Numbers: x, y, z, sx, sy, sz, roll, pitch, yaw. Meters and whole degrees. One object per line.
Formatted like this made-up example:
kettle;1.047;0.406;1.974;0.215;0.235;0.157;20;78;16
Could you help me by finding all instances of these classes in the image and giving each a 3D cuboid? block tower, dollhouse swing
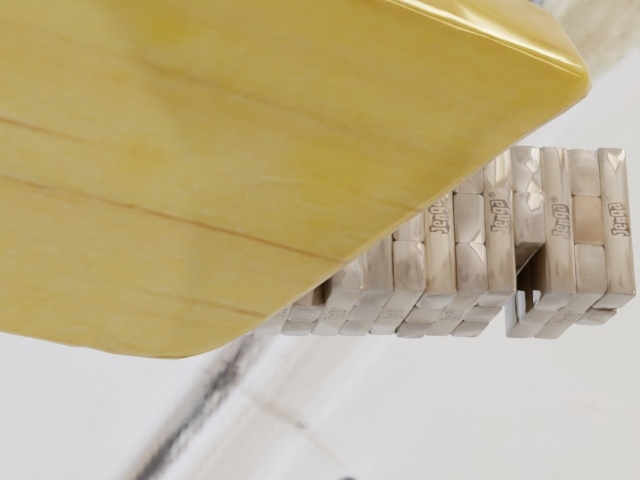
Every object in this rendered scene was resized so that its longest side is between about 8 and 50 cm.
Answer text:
block tower;0.000;0.000;0.868;0.335;0.091;0.097;3;-111;-9
dollhouse swing;-0.168;-0.078;0.469;0.305;0.315;0.347;-54;-141;29
